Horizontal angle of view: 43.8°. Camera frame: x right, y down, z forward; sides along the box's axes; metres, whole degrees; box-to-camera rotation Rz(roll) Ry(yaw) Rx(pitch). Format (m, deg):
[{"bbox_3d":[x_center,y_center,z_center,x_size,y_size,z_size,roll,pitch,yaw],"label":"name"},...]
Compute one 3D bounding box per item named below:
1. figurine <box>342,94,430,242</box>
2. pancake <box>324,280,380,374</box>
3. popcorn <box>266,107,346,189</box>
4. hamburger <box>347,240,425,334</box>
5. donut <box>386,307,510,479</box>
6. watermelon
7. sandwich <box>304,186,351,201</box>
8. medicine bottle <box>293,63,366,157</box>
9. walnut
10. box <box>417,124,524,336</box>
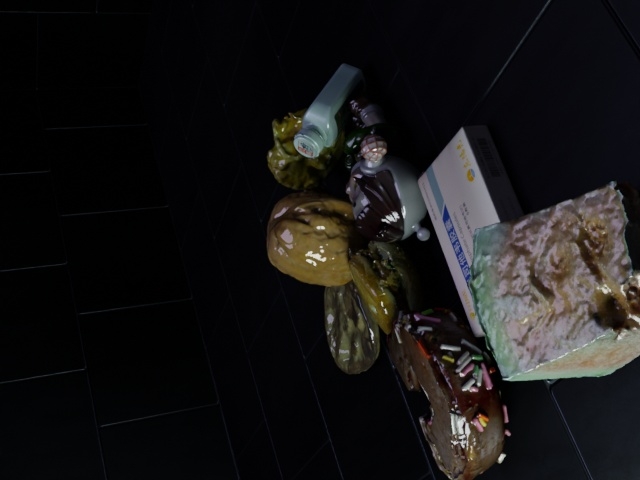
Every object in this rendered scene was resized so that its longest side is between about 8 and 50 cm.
[{"bbox_3d":[0.129,-0.145,1.702,0.281,0.167,0.370,87,172,-56],"label":"figurine"},{"bbox_3d":[0.077,0.205,2.033,0.294,0.049,0.294,172,90,-69],"label":"pancake"},{"bbox_3d":[-0.031,-0.226,1.961,0.169,0.218,0.189,39,167,18],"label":"popcorn"},{"bbox_3d":[0.151,0.107,1.732,0.215,0.122,0.189,66,168,-24],"label":"hamburger"},{"bbox_3d":[0.244,0.266,1.521,0.259,0.136,0.345,91,157,-51],"label":"donut"},{"bbox_3d":[0.393,0.073,1.209,0.302,0.151,0.264,-26,68,46],"label":"watermelon"},{"bbox_3d":[0.024,-0.037,2.068,0.215,0.065,0.186,-159,64,-63],"label":"sandwich"},{"bbox_3d":[0.021,-0.289,1.819,0.083,0.229,0.121,26,151,16],"label":"medicine bottle"},{"bbox_3d":[0.000,0.000,1.854,0.224,0.257,0.257,-100,19,-49],"label":"walnut"},{"bbox_3d":[0.295,-0.017,1.465,0.200,0.065,0.343,125,133,-57],"label":"box"}]
